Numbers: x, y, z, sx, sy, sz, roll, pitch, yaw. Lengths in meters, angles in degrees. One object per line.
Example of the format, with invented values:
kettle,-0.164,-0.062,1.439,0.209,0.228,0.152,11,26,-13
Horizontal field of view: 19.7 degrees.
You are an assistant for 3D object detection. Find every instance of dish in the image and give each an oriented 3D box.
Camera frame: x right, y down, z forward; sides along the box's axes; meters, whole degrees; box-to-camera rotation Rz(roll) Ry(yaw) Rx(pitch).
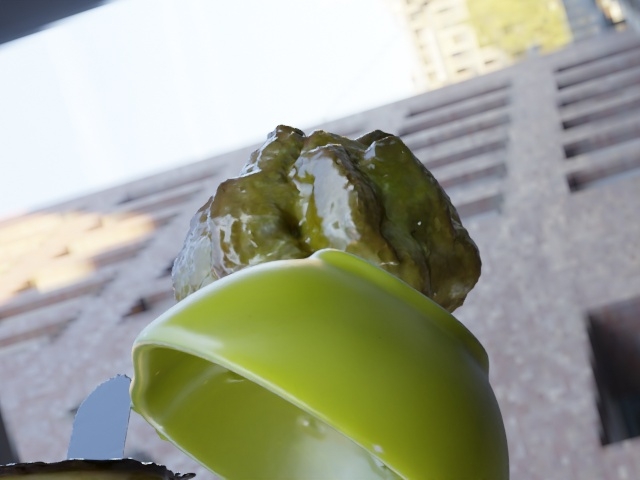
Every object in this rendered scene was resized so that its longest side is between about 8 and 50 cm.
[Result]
dish,0.010,0.085,1.012,0.221,0.108,0.262,35,161,-4

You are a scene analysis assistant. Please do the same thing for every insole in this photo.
insole,-0.197,0.244,1.514,0.007,0.109,0.322,38,-141,-31

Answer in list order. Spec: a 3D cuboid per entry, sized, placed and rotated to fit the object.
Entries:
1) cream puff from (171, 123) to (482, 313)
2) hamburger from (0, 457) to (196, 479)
cream puff,0.004,0.016,1.413,0.244,0.244,0.196,-87,-28,-64
hamburger,-0.195,0.240,1.244,0.237,0.237,0.148,46,-144,-70
